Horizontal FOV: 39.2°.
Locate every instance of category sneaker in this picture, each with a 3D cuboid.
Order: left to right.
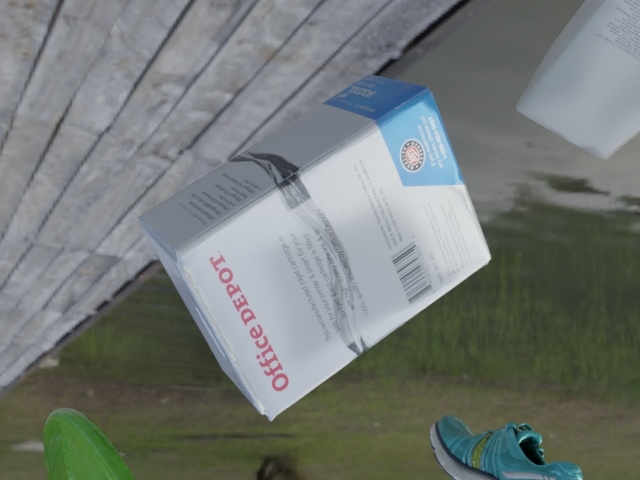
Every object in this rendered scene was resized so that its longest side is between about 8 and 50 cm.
[{"bbox_3d":[0.236,0.281,1.140,0.107,0.110,0.275,29,179,-25],"label":"sneaker"}]

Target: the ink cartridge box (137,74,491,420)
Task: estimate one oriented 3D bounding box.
[{"bbox_3d":[0.000,0.000,0.950,0.129,0.307,0.223,32,151,56],"label":"ink cartridge box"}]

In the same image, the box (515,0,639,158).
[{"bbox_3d":[0.274,-0.171,0.789,0.113,0.094,0.275,30,168,1],"label":"box"}]

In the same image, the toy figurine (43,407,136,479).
[{"bbox_3d":[-0.113,0.145,0.249,0.159,0.130,0.173,-21,-156,-31],"label":"toy figurine"}]
